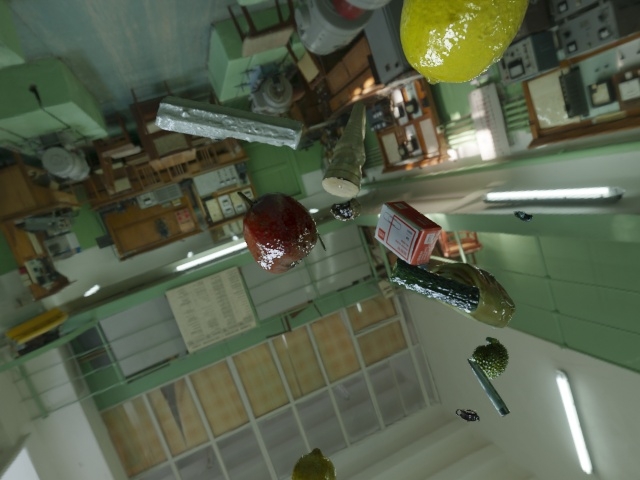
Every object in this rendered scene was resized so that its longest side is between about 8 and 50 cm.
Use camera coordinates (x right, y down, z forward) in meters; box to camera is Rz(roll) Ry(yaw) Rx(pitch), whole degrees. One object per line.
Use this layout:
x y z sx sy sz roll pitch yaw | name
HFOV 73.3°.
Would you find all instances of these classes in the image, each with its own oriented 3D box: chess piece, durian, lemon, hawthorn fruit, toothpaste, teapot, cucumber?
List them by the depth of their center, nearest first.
0.272 -0.441 0.823 0.234 0.288 0.233 14 -149 -8 | lemon
0.237 0.095 0.901 0.187 0.058 0.058 21 -156 18 | cucumber
0.100 -0.299 1.408 0.137 0.300 0.137 14 163 4 | chess piece
-0.183 -0.051 1.636 0.285 0.369 0.284 -42 -164 15 | hawthorn fruit
0.654 0.569 1.686 0.062 0.239 0.039 14 130 -47 | toothpaste
-0.028 0.968 1.738 0.187 0.244 0.187 2 169 0 | lemon
0.619 0.739 1.810 0.100 0.045 0.068 4 177 30 | teapot
0.804 0.569 2.026 0.198 0.159 0.146 -33 -167 -10 | durian

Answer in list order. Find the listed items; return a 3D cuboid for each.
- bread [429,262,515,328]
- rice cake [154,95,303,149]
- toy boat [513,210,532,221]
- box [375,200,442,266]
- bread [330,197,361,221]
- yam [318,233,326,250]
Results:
0.613 0.201 1.814 0.341 0.210 0.300 23 -175 -26 | bread
-0.159 -0.204 0.764 0.256 0.052 0.057 7 145 -15 | rice cake
0.817 -0.102 1.740 0.038 0.038 0.083 -22 -148 -23 | toy boat
0.260 -0.023 1.308 0.099 0.133 0.182 -8 -143 -32 | box
0.097 -0.105 1.572 0.113 0.082 0.060 -20 -145 33 | bread
0.000 0.000 1.905 0.014 0.107 0.014 -27 172 -4 | yam
